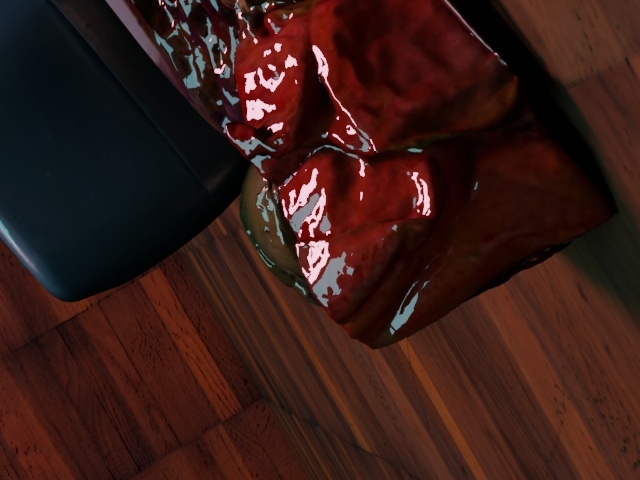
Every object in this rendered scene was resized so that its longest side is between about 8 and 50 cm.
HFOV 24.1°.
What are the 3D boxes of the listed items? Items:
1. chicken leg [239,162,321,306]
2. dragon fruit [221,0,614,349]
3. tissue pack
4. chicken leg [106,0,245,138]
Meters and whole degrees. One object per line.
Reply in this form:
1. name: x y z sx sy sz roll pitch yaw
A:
1. chicken leg: -0.001 0.003 0.877 0.085 0.069 0.198 34 172 14
2. dragon fruit: 0.030 -0.073 0.539 0.092 0.122 0.192 -35 79 41
3. tissue pack: -0.134 -0.085 0.925 0.198 0.206 0.287 51 173 -6
4. chicken leg: -0.082 -0.190 0.616 0.158 0.096 0.407 38 156 61
